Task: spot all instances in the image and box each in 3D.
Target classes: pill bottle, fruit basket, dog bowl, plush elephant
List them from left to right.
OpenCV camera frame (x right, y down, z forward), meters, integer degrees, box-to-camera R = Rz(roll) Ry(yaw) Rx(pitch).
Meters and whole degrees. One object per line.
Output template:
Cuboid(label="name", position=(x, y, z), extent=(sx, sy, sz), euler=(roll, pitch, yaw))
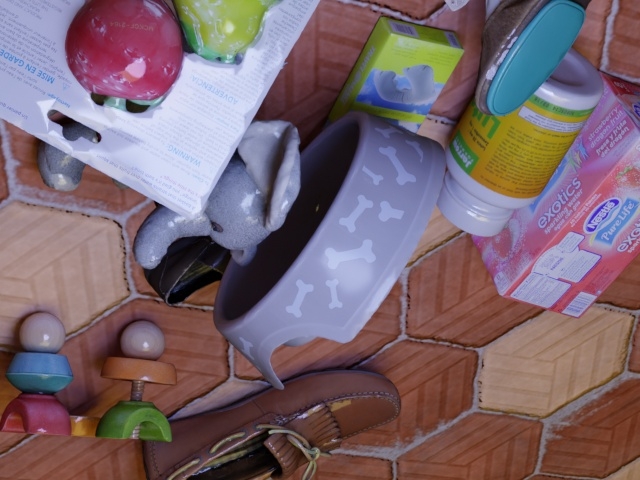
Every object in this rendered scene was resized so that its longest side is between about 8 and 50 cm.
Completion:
Cuboid(label="fruit basket", position=(-0.181, -0.248, 1.648), extent=(0.327, 0.165, 0.353), euler=(28, 99, -16))
Cuboid(label="plush elephant", position=(-0.148, -0.082, 1.826), extent=(0.330, 0.255, 0.272), euler=(-19, 162, -17))
Cuboid(label="dog bowl", position=(0.000, 0.000, 1.911), extent=(0.102, 0.349, 0.349), euler=(33, 117, -16))
Cuboid(label="pill bottle", position=(0.240, -0.127, 2.058), extent=(0.136, 0.136, 0.245), euler=(6, 131, -28))

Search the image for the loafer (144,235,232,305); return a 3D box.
Cuboid(label="loafer", position=(-0.121, 0.018, 2.096), extent=(0.220, 0.078, 0.080), euler=(-34, 137, 13))

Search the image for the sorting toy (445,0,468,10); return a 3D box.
Cuboid(label="sorting toy", position=(0.169, -0.322, 1.901), extent=(0.075, 0.045, 0.083), euler=(-29, 145, -7))

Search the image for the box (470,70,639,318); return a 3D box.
Cuboid(label="box", position=(0.354, -0.056, 2.175), extent=(0.154, 0.142, 0.300), euler=(15, 126, -34))

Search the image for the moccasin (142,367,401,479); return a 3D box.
Cuboid(label="moccasin", position=(-0.064, 0.287, 2.346), extent=(0.380, 0.147, 0.139), euler=(-13, 137, -10))

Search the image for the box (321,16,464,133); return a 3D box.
Cuboid(label="box", position=(0.086, -0.184, 2.004), extent=(0.109, 0.042, 0.178), euler=(8, 129, -28))

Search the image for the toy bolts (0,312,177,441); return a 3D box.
Cuboid(label="toy bolts", position=(-0.327, 0.180, 2.174), extent=(0.228, 0.158, 0.218), euler=(11, 170, -44))

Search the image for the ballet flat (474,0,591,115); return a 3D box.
Cuboid(label="ballet flat", position=(0.266, -0.306, 1.888), extent=(0.116, 0.124, 0.342), euler=(11, 119, -53))
